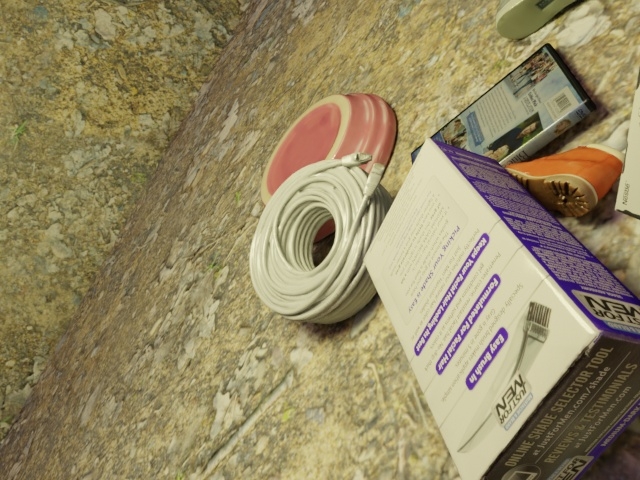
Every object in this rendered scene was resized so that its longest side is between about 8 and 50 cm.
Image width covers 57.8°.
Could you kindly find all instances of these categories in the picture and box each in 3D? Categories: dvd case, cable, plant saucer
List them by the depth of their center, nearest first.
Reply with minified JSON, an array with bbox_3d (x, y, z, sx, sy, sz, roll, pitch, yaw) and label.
[{"bbox_3d":[0.231,-0.145,0.793,0.253,0.022,0.180,-39,28,29],"label":"dvd case"},{"bbox_3d":[0.000,0.000,0.893,0.257,0.089,0.256,4,78,46],"label":"cable"},{"bbox_3d":[-0.006,-0.150,1.099,0.332,0.084,0.332,-37,35,32],"label":"plant saucer"}]

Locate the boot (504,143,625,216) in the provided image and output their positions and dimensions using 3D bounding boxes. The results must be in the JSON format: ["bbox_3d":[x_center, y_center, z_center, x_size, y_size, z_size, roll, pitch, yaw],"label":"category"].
[{"bbox_3d":[0.271,-0.074,0.662,0.085,0.059,0.158,-40,22,-11],"label":"boot"}]

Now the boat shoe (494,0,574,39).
[{"bbox_3d":[0.342,-0.378,0.812,0.228,0.079,0.081,-28,45,45],"label":"boat shoe"}]

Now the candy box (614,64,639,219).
[{"bbox_3d":[0.339,-0.073,0.445,0.196,0.070,0.164,-134,37,-60],"label":"candy box"}]

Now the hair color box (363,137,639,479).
[{"bbox_3d":[0.165,0.055,0.584,0.338,0.110,0.185,-108,37,-55],"label":"hair color box"}]
